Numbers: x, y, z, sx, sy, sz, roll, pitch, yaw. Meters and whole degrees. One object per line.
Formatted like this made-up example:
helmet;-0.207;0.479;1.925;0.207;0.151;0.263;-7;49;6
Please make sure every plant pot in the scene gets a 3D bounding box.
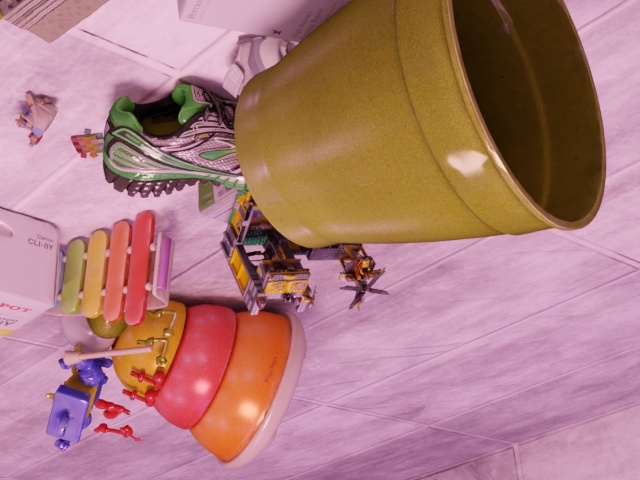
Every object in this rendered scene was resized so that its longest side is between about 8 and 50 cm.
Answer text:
plant pot;0.099;-0.147;1.343;0.353;0.367;0.366;-17;152;34

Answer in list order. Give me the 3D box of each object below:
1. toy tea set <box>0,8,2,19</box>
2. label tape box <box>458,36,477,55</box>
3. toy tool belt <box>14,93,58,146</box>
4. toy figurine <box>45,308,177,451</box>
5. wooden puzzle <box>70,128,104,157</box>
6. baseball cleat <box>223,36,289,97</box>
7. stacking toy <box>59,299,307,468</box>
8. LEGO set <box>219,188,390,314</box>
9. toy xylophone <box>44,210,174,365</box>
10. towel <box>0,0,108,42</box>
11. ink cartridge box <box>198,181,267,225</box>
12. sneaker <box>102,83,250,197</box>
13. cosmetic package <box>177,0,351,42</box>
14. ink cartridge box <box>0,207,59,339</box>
toy tea set;-0.540;-0.288;1.258;0.335;0.124;0.200;7;-161;7
label tape box;0.159;-0.204;1.632;0.240;0.106;0.333;-15;152;21
toy tool belt;-0.423;-0.180;1.651;0.051;0.052;0.083;37;137;-9
toy figurine;-0.417;0.284;2.096;0.191;0.217;0.363;24;120;3
wooden puzzle;-0.360;-0.150;1.757;0.049;0.006;0.083;-6;153;1
baseball cleat;-0.077;-0.194;1.596;0.109;0.072;0.206;2;118;17
stacking toy;-0.300;0.227;2.295;0.479;0.351;0.350;26;144;-16
LEGO set;0.000;0.000;1.810;0.331;0.192;0.255;5;130;-34
toy xylophone;-0.382;0.091;1.992;0.322;0.236;0.081;-16;155;26
towel;-0.329;-0.373;1.272;0.324;0.056;0.312;-28;148;30
ink cartridge box;-0.095;-0.063;1.915;0.109;0.062;0.209;-27;147;35
sneaker;-0.147;-0.155;1.650;0.343;0.134;0.146;-8;136;-14
cosmetic package;-0.054;-0.316;1.395;0.231;0.086;0.117;5;151;-22
ink cartridge box;-0.681;0.081;1.987;0.279;0.161;0.384;19;145;-39
